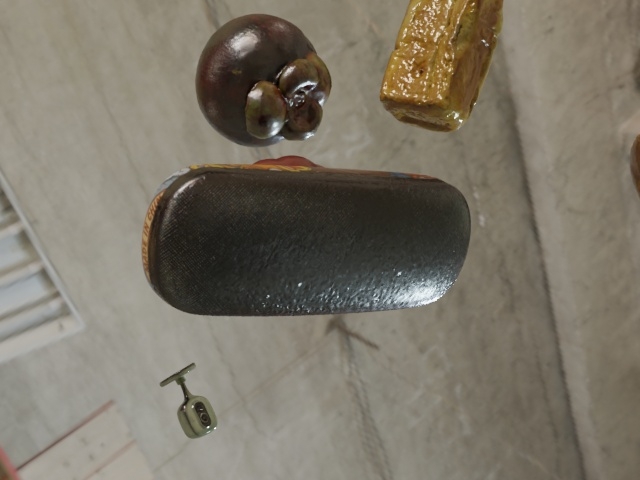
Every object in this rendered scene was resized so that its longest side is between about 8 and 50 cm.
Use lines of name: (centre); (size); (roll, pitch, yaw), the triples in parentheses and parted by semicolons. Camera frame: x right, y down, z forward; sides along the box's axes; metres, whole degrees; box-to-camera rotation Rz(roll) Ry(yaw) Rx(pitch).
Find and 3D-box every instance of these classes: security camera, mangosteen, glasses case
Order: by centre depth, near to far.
glasses case: (0.000, 0.000, 0.836); (0.082, 0.321, 0.122); (24, -71, 54)
security camera: (-0.169, 0.214, 1.276); (0.092, 0.058, 0.058); (59, -26, 5)
mangosteen: (-0.084, -0.233, 1.421); (0.210, 0.210, 0.210); (40, -30, 29)

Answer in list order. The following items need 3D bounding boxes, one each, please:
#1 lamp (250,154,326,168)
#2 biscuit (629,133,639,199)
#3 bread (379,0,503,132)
lamp: (-0.053, -0.030, 1.227); (0.182, 0.182, 0.140); (85, -17, -45)
biscuit: (0.523, -0.074, 1.357); (0.220, 0.066, 0.220); (59, -14, 24)
bread: (0.215, -0.345, 1.702); (0.167, 0.294, 0.132); (11, -11, 43)
